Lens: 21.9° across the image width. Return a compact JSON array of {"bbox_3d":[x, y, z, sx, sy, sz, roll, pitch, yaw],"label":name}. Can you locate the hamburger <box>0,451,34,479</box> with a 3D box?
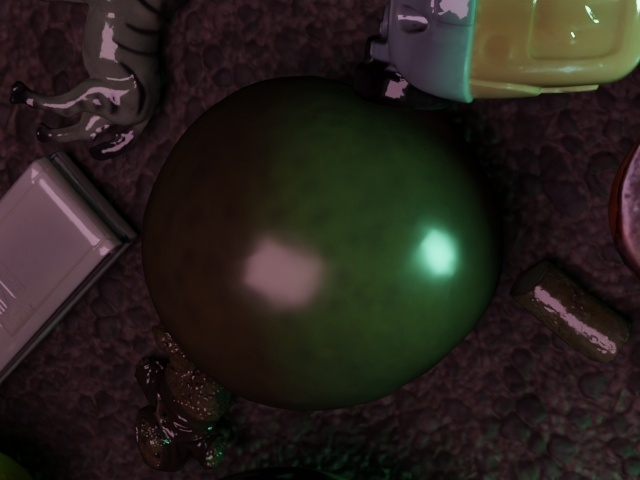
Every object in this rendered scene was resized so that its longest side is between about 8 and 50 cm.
[{"bbox_3d":[-0.337,0.303,1.435,0.212,0.274,0.274,-4,104,15],"label":"hamburger"}]

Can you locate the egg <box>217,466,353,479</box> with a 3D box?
[{"bbox_3d":[-0.050,0.347,1.304,0.287,0.287,0.379,33,130,12],"label":"egg"}]

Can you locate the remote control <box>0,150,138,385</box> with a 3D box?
[{"bbox_3d":[-0.279,0.049,1.447,0.103,0.055,0.277,48,119,5],"label":"remote control"}]

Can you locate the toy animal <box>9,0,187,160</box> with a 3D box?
[{"bbox_3d":[-0.157,-0.165,1.320,0.176,0.073,0.217,6,112,7],"label":"toy animal"}]

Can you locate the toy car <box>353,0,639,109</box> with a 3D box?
[{"bbox_3d":[0.139,-0.180,1.089,0.212,0.270,0.180,7,104,3],"label":"toy car"}]

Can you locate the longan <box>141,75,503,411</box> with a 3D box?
[{"bbox_3d":[0.000,0.000,1.201,0.258,0.258,0.258,7,108,22],"label":"longan"}]

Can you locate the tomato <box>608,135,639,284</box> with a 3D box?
[{"bbox_3d":[0.306,-0.012,1.130,0.199,0.112,0.228,-29,101,8],"label":"tomato"}]

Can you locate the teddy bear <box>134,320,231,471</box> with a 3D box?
[{"bbox_3d":[-0.110,0.131,1.387,0.119,0.078,0.160,52,142,22],"label":"teddy bear"}]

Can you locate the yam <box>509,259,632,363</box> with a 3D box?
[{"bbox_3d":[0.189,0.053,1.243,0.094,0.043,0.043,40,117,8],"label":"yam"}]
